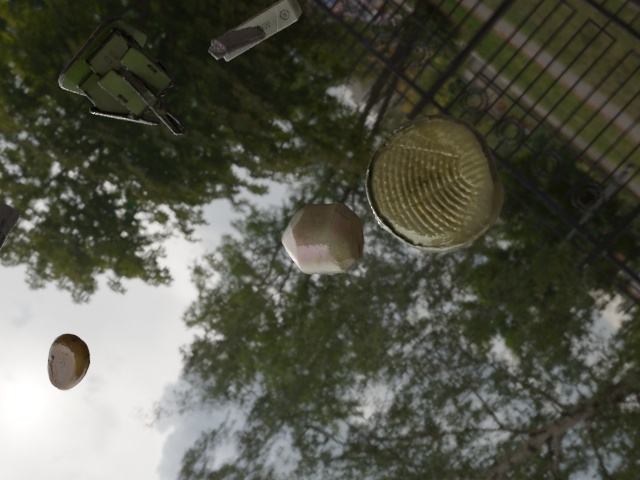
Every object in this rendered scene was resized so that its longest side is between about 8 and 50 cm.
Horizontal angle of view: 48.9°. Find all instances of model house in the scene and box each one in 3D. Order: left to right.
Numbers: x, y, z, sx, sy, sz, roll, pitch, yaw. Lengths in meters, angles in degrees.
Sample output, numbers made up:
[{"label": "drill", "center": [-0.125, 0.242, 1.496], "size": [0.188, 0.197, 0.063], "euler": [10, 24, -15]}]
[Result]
[{"label": "model house", "center": [-0.394, -0.320, 1.571], "size": [0.278, 0.205, 0.218], "euler": [44, -172, 1]}]

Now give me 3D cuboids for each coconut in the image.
[{"label": "coconut", "center": [0.000, 0.000, 1.577], "size": [0.171, 0.182, 0.171], "euler": [18, -110, -62]}]

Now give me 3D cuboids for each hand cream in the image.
[{"label": "hand cream", "center": [-0.960, -0.034, 2.099], "size": [0.079, 0.048, 0.255], "euler": [37, -159, -27]}]

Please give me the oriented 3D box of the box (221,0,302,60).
[{"label": "box", "center": [-0.240, -0.844, 2.778], "size": [0.095, 0.330, 0.210], "euler": [57, -164, -20]}]

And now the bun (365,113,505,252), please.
[{"label": "bun", "center": [0.310, -0.145, 1.869], "size": [0.364, 0.364, 0.202], "euler": [45, -170, 18]}]

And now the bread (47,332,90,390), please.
[{"label": "bread", "center": [-0.644, 0.308, 1.807], "size": [0.114, 0.189, 0.077], "euler": [33, -144, 3]}]

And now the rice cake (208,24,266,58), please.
[{"label": "rice cake", "center": [-0.235, -0.572, 2.016], "size": [0.055, 0.049, 0.270], "euler": [32, -145, 7]}]
